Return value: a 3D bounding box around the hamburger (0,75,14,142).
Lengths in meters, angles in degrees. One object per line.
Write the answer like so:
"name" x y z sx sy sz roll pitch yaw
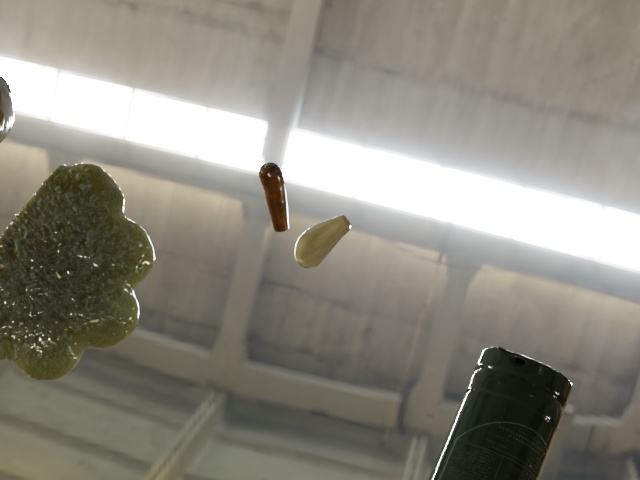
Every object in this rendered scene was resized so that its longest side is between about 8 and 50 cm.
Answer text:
"hamburger" -0.259 -0.078 0.623 0.168 0.192 0.288 49 159 -12

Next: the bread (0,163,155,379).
"bread" -0.316 0.052 1.511 0.207 0.286 0.056 33 174 -1

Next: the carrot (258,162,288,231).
"carrot" -0.057 -0.056 1.540 0.032 0.093 0.032 -9 -154 4

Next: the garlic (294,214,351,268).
"garlic" 0.000 0.000 1.478 0.041 0.083 0.053 50 173 -4

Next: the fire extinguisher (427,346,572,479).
"fire extinguisher" 0.128 0.249 1.102 0.114 0.311 0.095 32 159 -20
